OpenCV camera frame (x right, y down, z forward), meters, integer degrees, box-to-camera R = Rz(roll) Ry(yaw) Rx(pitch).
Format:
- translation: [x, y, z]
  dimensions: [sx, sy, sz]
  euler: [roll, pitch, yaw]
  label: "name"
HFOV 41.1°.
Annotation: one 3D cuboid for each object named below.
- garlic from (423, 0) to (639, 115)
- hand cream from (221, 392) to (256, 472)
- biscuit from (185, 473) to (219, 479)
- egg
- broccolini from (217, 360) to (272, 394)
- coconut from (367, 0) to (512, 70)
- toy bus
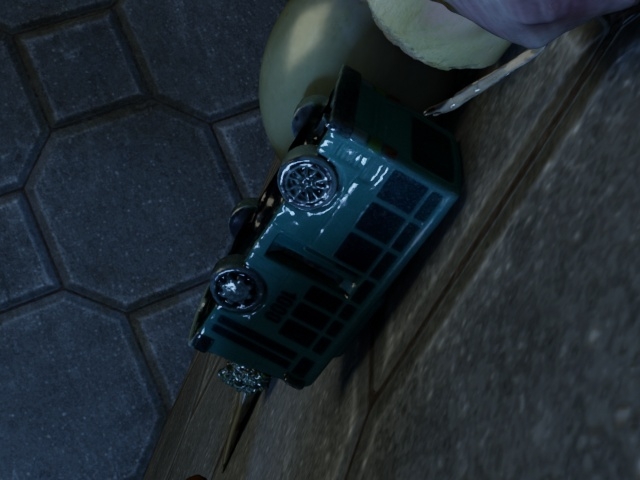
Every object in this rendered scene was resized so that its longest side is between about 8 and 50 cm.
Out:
- translation: [0.112, -0.199, 0.503]
  dimensions: [0.257, 0.207, 0.207]
  euler: [100, -171, -67]
  label: "garlic"
- translation: [-0.112, 0.240, 1.183]
  dimensions: [0.057, 0.037, 0.165]
  euler: [-96, 23, -71]
  label: "hand cream"
- translation: [-0.171, 0.386, 1.015]
  dimensions: [0.220, 0.066, 0.221]
  euler: [-157, 90, -80]
  label: "biscuit"
- translation: [0.027, -0.149, 0.818]
  dimensions: [0.217, 0.183, 0.183]
  euler: [-50, 17, 33]
  label: "egg"
- translation: [-0.043, 0.049, 1.208]
  dimensions: [0.074, 0.078, 0.392]
  euler: [107, -174, -50]
  label: "broccolini"
- translation: [0.114, -0.221, 0.649]
  dimensions: [0.153, 0.147, 0.147]
  euler: [120, 169, -51]
  label: "coconut"
- translation: [0.000, 0.000, 0.728]
  dimensions: [0.256, 0.147, 0.128]
  euler: [-56, 12, 30]
  label: "toy bus"
